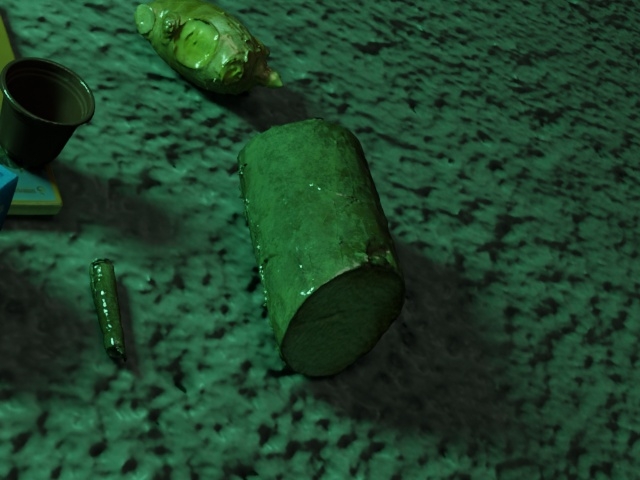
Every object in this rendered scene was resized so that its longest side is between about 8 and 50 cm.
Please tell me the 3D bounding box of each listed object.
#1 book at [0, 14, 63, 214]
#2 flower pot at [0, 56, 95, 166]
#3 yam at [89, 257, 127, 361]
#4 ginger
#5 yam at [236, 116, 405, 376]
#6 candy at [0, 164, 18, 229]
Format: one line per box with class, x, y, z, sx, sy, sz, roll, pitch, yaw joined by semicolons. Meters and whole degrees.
book;-0.461;-0.175;1.643;0.262;0.028;0.374;2;48;-33
flower pot;-0.316;-0.136;1.608;0.111;0.089;0.111;19;40;-17
yam;-0.228;0.076;1.547;0.033;0.027;0.129;54;15;-47
ginger;-0.143;-0.252;1.892;0.216;0.102;0.157;33;12;6
yam;0.000;0.000;1.687;0.168;0.168;0.304;10;43;-27
candy;-0.476;-0.084;1.446;0.306;0.100;0.157;34;41;5
